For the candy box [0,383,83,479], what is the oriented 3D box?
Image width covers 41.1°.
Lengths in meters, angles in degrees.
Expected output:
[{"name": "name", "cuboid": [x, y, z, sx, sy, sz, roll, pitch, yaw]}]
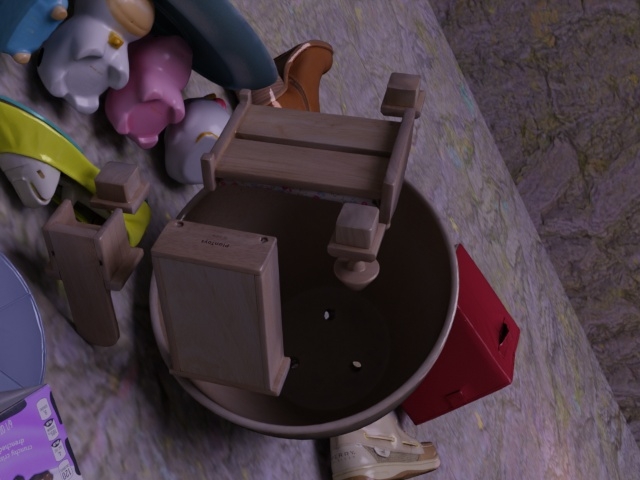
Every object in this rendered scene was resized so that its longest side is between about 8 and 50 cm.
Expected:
[{"name": "candy box", "cuboid": [-0.240, 0.228, 0.614, 0.165, 0.070, 0.196, -35, 110, -63]}]

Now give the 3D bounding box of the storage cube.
[{"name": "storage cube", "cuboid": [0.194, 0.155, 1.421, 0.193, 0.215, 0.184, 55, 28, -11]}]

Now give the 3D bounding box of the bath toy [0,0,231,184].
[{"name": "bath toy", "cuboid": [-0.215, -0.196, 0.995, 0.348, 0.151, 0.129, 41, 12, -51]}]

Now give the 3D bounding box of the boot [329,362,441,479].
[{"name": "boot", "cuboid": [0.079, 0.252, 1.247, 0.262, 0.095, 0.204, 12, 58, -56]}]

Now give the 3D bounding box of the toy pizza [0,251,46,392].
[{"name": "toy pizza", "cuboid": [-0.305, 0.080, 0.690, 0.201, 0.032, 0.201, 43, 36, -44]}]

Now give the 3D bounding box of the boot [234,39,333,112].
[{"name": "boot", "cuboid": [-0.022, -0.205, 1.396, 0.220, 0.109, 0.283, 63, 27, -6]}]

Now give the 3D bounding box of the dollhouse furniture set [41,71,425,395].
[{"name": "dollhouse furniture set", "cuboid": [-0.068, -0.034, 0.914, 0.356, 0.303, 0.174, -68, 163, -47]}]

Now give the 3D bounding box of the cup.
[{"name": "cup", "cuboid": [-0.005, 0.091, 1.005, 0.237, 0.331, 0.331, 72, 8, -63]}]

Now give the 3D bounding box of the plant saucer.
[{"name": "plant saucer", "cuboid": [-0.186, -0.283, 1.030, 0.317, 0.044, 0.317, 38, -6, 5]}]

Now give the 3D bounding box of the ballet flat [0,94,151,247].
[{"name": "ballet flat", "cuboid": [-0.258, -0.055, 0.858, 0.231, 0.077, 0.077, 41, 52, -47]}]
